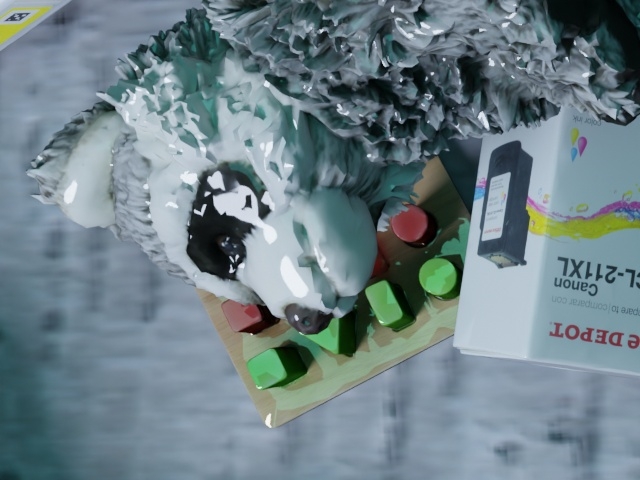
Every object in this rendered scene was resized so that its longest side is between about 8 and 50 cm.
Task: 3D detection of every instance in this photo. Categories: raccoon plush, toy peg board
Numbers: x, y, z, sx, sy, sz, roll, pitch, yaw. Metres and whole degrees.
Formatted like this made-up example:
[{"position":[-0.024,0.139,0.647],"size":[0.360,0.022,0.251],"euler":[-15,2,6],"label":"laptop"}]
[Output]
[{"position":[0.021,-0.168,0.968],"size":[0.299,0.216,0.446],"euler":[-24,43,39],"label":"raccoon plush"},{"position":[0.000,0.000,1.058],"size":[0.161,0.079,0.160],"euler":[-28,83,5],"label":"toy peg board"}]

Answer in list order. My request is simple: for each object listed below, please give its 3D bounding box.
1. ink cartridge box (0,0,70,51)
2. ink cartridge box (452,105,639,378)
[{"position":[-0.224,-0.253,1.036],"size":[0.307,0.072,0.303],"euler":[-25,81,40],"label":"ink cartridge box"},{"position":[0.152,-0.016,1.010],"size":[0.127,0.072,0.175],"euler":[9,88,-30],"label":"ink cartridge box"}]
